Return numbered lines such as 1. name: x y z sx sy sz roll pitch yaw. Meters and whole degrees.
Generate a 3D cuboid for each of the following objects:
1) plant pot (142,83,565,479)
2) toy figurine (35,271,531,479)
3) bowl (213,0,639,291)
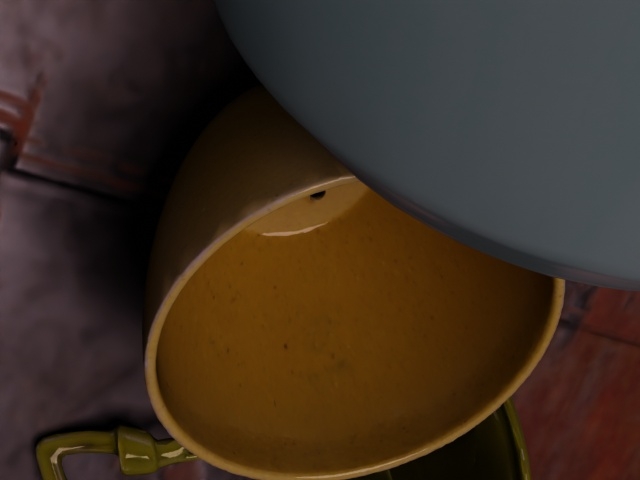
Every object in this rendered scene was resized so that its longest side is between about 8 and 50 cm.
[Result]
1. plant pot: 0.000 0.000 0.505 0.134 0.095 0.134 -10 134 -11
2. toy figurine: 0.041 0.214 0.617 0.191 0.217 0.362 -24 78 1
3. bowl: 0.090 -0.103 0.422 0.312 0.311 0.163 -4 133 -25
